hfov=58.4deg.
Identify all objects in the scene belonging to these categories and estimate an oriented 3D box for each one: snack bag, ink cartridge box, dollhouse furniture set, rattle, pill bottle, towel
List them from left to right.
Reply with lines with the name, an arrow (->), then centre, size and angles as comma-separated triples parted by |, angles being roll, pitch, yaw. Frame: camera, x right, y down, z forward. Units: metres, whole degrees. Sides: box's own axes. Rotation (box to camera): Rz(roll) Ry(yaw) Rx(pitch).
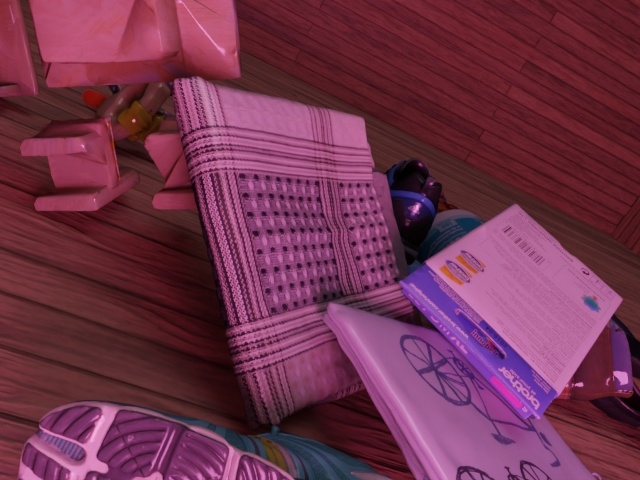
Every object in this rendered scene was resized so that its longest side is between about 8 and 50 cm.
dollhouse furniture set -> -0.282, -0.241, 0.651 | 0.395, 0.361, 0.256 | -1, 21, 6
rattle -> -0.286, -0.191, 0.922 | 0.200, 0.130, 0.143 | 10, -11, 46
towel -> 0.009, 0.003, 0.593 | 0.324, 0.056, 0.312 | 0, 73, -56
pill bottle -> 0.247, 0.068, 0.873 | 0.146, 0.146, 0.264 | 19, 21, -24
ink cartridge box -> 0.222, 0.072, 0.661 | 0.186, 0.065, 0.311 | 46, 38, 17
snack bag -> 0.176, 0.209, 0.513 | 0.323, 0.037, 0.342 | 23, 25, -46

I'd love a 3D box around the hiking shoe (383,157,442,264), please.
hiking shoe -> 0.131, -0.066, 0.897 | 0.113, 0.132, 0.304 | 28, 16, -11

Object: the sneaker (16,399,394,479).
sneaker -> -0.043, 0.165, 0.354 | 0.275, 0.107, 0.110 | 26, 0, -21

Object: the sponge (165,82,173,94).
sponge -> -0.376, -0.393, 1.354 | 0.117, 0.031, 0.210 | 12, 25, -38

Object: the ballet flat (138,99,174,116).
ballet flat -> -0.298, -0.223, 1.028 | 0.114, 0.041, 0.041 | 33, 20, 14

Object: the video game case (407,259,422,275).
video game case -> 0.000, 0.000, 0.838 | 0.244, 0.061, 0.270 | 42, 23, 31

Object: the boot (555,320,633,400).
boot -> 0.386, 0.127, 0.833 | 0.106, 0.219, 0.082 | 4, -24, 13

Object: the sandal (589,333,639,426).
sandal -> 0.441, 0.197, 0.915 | 0.446, 0.107, 0.168 | 28, 16, 39

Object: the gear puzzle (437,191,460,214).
gear puzzle -> 0.319, -0.040, 1.334 | 0.176, 0.044, 0.339 | 7, 37, -47

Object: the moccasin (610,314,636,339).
moccasin -> 0.452, 0.123, 1.085 | 0.117, 0.137, 0.342 | 10, 40, -51

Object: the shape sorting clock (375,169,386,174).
shape sorting clock -> 0.215, -0.104, 1.416 | 0.206, 0.040, 0.206 | 29, 26, -15
